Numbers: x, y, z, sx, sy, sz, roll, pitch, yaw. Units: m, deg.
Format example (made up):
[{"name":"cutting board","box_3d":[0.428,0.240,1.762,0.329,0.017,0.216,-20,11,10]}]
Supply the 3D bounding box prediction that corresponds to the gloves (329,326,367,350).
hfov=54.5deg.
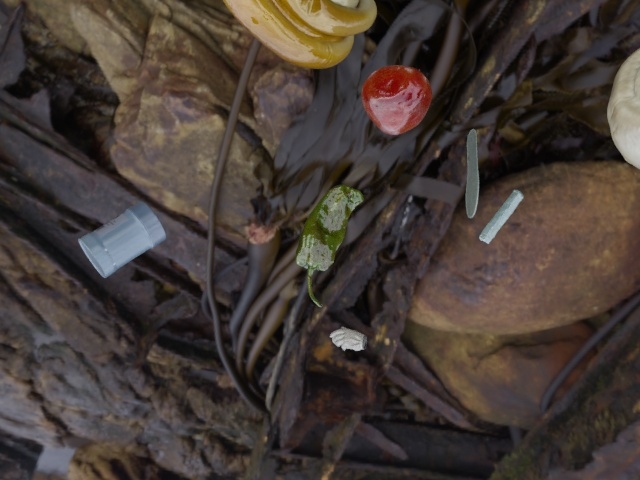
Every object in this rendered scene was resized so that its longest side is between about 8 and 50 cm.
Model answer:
[{"name":"gloves","box_3d":[0.053,0.169,1.071,0.080,0.044,0.037,-10,126,32]}]

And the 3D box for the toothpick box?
[{"name":"toothpick box","box_3d":[-0.422,-0.003,1.328,0.153,0.101,0.101,-35,139,-24]}]

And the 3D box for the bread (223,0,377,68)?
[{"name":"bread","box_3d":[-0.058,-0.618,1.516,0.423,0.329,0.245,23,128,-40]}]

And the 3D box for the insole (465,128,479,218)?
[{"name":"insole","box_3d":[0.386,-0.172,1.582,0.003,0.232,0.080,3,174,-11]}]

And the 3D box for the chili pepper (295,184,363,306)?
[{"name":"chili pepper","box_3d":[0.000,-0.001,1.010,0.072,0.204,0.073,39,158,-33]}]

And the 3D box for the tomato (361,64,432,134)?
[{"name":"tomato","box_3d":[0.197,-0.353,1.577,0.186,0.152,0.187,8,140,6]}]

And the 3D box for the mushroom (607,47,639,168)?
[{"name":"mushroom","box_3d":[0.501,-0.219,0.822,0.260,0.254,0.234,-49,120,-9]}]

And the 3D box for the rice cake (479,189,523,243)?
[{"name":"rice cake","box_3d":[0.501,-0.065,1.721,0.033,0.029,0.171,29,100,-41]}]

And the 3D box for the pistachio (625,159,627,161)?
[{"name":"pistachio","box_3d":[0.785,-0.297,1.344,0.237,0.229,0.321,0,119,-22]}]
